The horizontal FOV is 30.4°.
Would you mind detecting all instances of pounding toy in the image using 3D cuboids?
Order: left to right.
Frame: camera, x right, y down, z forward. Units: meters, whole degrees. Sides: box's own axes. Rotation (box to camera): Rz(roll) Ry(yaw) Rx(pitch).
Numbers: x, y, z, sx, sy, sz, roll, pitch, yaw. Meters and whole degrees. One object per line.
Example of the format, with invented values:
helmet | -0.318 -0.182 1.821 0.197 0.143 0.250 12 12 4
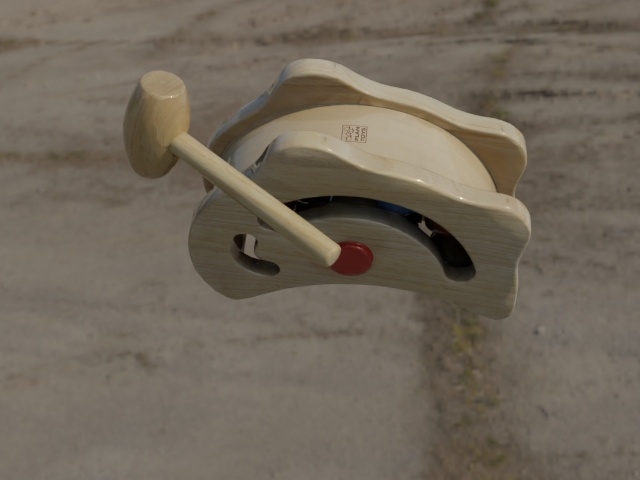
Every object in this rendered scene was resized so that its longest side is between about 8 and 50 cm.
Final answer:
pounding toy | 0.000 0.000 0.714 0.269 0.154 0.155 17 48 -12
